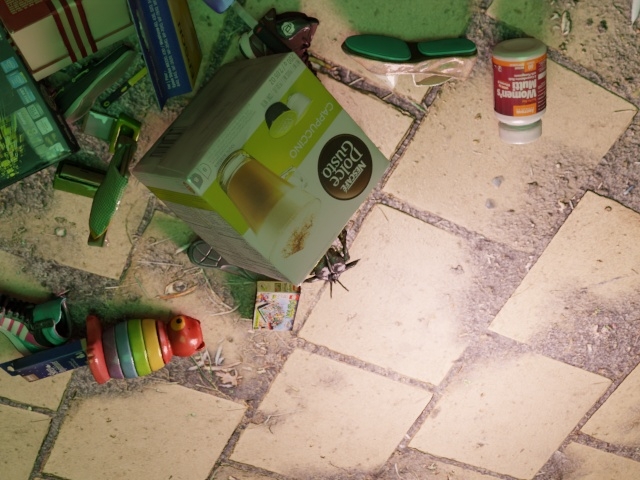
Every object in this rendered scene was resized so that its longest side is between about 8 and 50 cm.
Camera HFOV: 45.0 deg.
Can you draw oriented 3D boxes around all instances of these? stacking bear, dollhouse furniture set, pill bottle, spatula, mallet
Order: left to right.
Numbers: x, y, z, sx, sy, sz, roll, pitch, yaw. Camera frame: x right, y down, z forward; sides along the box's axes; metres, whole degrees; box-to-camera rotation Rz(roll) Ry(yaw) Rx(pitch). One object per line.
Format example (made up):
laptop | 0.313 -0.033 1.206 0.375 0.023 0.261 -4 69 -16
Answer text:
dollhouse furniture set | -0.500 -0.147 1.687 0.151 0.301 0.198 17 118 -17
mallet | -0.416 -0.351 1.735 0.062 0.039 0.189 37 115 -27
stacking bear | -0.453 0.271 2.033 0.289 0.175 0.164 -11 129 -9
spatula | -0.151 -0.467 1.637 0.296 0.030 0.084 45 105 4
pill bottle | 0.460 -0.344 1.783 0.121 0.121 0.221 -10 121 0

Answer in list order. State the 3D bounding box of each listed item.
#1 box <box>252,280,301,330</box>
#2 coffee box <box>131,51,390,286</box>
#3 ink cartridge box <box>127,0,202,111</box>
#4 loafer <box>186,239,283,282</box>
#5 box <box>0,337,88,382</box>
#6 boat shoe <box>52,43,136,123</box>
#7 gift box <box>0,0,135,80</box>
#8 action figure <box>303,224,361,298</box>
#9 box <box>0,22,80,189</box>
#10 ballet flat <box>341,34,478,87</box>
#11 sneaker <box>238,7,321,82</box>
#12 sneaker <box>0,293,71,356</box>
box | -0.118 0.174 2.027 0.114 0.036 0.207 2 146 -7
coffee box | -0.128 -0.151 1.634 0.334 0.338 0.338 45 73 -27
ink cartridge box | -0.310 -0.452 1.524 0.072 0.307 0.304 -11 121 1
loafer | -0.211 0.048 1.979 0.267 0.084 0.096 15 87 -19
box | -0.707 0.319 2.013 0.225 0.037 0.136 -15 159 -10
boat shoe | -0.502 -0.355 1.693 0.227 0.081 0.069 -40 88 14
gift box | -0.512 -0.496 1.466 0.255 0.258 0.276 -25 85 -12
action figure | 0.000 0.000 1.930 0.164 0.141 0.276 -19 105 3
box | -0.744 -0.293 1.623 0.318 0.097 0.395 -25 103 1
ballet flat | 0.199 -0.395 1.738 0.315 0.108 0.106 1 134 -6
sneaker | -0.032 -0.400 1.707 0.281 0.106 0.162 37 108 -23
sneaker | -0.740 0.182 1.957 0.178 0.124 0.295 -25 128 14
